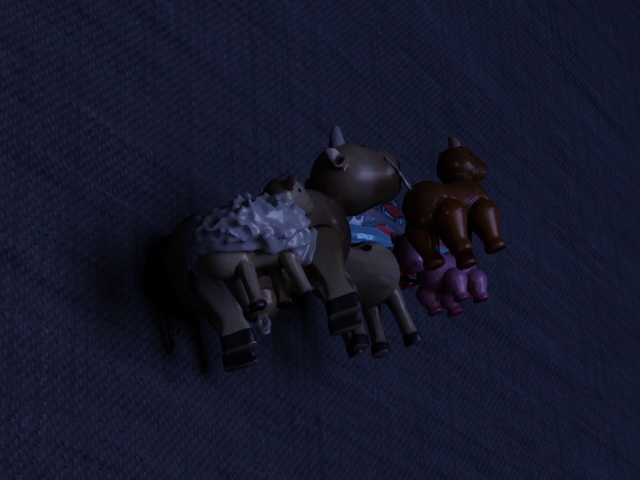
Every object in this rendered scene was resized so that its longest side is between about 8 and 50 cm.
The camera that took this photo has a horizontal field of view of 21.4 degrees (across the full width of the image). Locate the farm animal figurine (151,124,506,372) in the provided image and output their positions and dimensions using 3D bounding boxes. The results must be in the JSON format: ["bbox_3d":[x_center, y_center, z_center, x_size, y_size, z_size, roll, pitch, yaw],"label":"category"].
[{"bbox_3d":[0.000,0.000,1.519,0.327,0.330,0.172,-14,73,-22],"label":"farm animal figurine"}]

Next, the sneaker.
[{"bbox_3d":[0.070,-0.020,1.813,0.262,0.104,0.125,16,57,-59],"label":"sneaker"}]
